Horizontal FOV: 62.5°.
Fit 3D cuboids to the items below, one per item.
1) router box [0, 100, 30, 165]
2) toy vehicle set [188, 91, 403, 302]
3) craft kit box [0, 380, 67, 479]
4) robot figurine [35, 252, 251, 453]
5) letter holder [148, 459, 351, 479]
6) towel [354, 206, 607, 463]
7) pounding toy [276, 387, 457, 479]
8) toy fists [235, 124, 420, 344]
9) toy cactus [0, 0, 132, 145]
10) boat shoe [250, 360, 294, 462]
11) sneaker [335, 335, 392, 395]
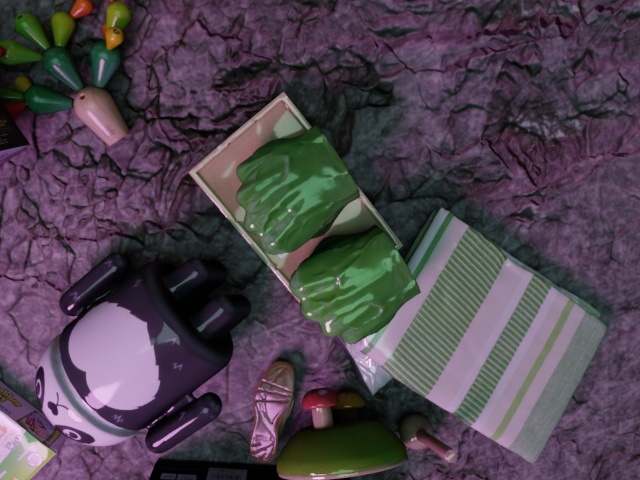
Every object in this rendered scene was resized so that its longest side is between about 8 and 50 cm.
[{"bbox_3d":[-0.533,-0.141,0.611,0.309,0.081,0.243,-26,101,20],"label":"router box"},{"bbox_3d":[-0.031,-0.045,0.729,0.166,0.035,0.267,-38,101,4],"label":"toy vehicle set"},{"bbox_3d":[-0.545,0.298,0.756,0.250,0.061,0.246,-44,98,5],"label":"craft kit box"},{"bbox_3d":[-0.228,0.139,0.681,0.278,0.209,0.173,-38,131,4],"label":"robot figurine"},{"bbox_3d":[-0.109,0.466,0.770,0.302,0.152,0.214,5,103,-5],"label":"letter holder"},{"bbox_3d":[0.238,0.136,0.760,0.325,0.038,0.248,33,84,-11],"label":"towel"},{"bbox_3d":[0.051,0.259,0.747,0.237,0.183,0.110,-7,76,-3],"label":"pounding toy"},{"bbox_3d":[0.000,0.000,0.674,0.142,0.096,0.279,-33,99,-4],"label":"toy fists"},{"bbox_3d":[-0.306,-0.203,0.655,0.219,0.112,0.180,-36,111,-5],"label":"toy cactus"},{"bbox_3d":[-0.069,0.250,0.787,0.056,0.048,0.153,9,94,7],"label":"boat shoe"},{"bbox_3d":[0.061,0.149,0.771,0.061,0.054,0.152,-31,105,-14],"label":"sneaker"}]
